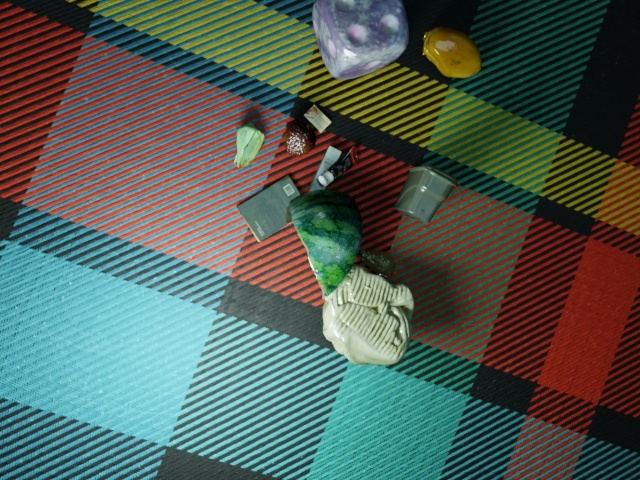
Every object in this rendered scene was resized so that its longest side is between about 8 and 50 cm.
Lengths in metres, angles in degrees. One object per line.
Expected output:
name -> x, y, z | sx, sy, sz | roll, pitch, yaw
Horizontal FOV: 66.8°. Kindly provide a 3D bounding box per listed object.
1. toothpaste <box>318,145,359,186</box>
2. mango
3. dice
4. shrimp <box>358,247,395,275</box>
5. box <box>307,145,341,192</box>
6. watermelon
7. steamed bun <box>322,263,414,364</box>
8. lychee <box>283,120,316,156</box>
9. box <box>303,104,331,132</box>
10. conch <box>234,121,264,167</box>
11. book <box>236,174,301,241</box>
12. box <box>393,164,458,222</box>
toothpaste -> 0.073, -0.274, 1.798 | 0.193, 0.045, 0.071 | -40, 131, -25
mango -> 0.502, -0.709, 1.838 | 0.252, 0.126, 0.153 | 27, 99, -9
dice -> 0.135, -0.747, 1.710 | 0.270, 0.270, 0.271 | -20, 94, -7
shrimp -> 0.209, 0.073, 1.864 | 0.184, 0.043, 0.091 | 28, 80, -14
box -> 0.009, -0.246, 1.823 | 0.055, 0.039, 0.218 | 24, 89, -10
watermelon -> -0.010, -0.027, 1.696 | 0.222, 0.292, 0.319 | 28, 104, -29
steamed bun -> 0.161, 0.271, 1.761 | 0.347, 0.237, 0.394 | -20, 74, -19
lychee -> -0.078, -0.368, 1.770 | 0.123, 0.123, 0.129 | 39, 95, -7
box -> -0.011, -0.458, 1.827 | 0.093, 0.015, 0.058 | 45, 87, -8
conch -> -0.259, -0.344, 1.770 | 0.106, 0.079, 0.170 | 12, 105, -2
book -> -0.175, -0.119, 1.809 | 0.228, 0.024, 0.160 | -32, 95, -6
box -> 0.374, -0.166, 1.767 | 0.138, 0.274, 0.178 | 27, 94, -6
